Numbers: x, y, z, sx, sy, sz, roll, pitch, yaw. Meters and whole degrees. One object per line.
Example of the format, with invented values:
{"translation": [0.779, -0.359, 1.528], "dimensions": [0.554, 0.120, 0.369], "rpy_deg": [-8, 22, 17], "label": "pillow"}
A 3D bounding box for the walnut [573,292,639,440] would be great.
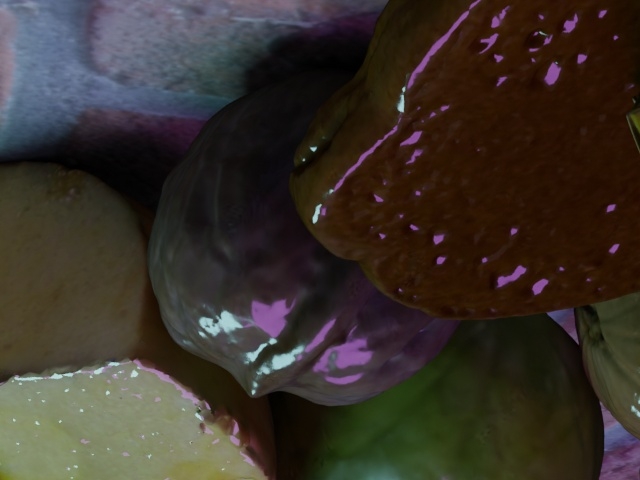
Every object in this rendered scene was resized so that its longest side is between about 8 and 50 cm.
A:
{"translation": [0.298, 0.054, 1.334], "dimensions": [0.228, 0.228, 0.228], "rpy_deg": [1, 161, 0], "label": "walnut"}

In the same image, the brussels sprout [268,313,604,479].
{"translation": [0.080, 0.131, 1.474], "dimensions": [0.268, 0.344, 0.344], "rpy_deg": [2, 163, -32], "label": "brussels sprout"}

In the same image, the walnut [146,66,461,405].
{"translation": [0.000, 0.000, 1.186], "dimensions": [0.224, 0.224, 0.224], "rpy_deg": [1, 161, 0], "label": "walnut"}

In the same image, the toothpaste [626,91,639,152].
{"translation": [0.303, -0.102, 0.869], "dimensions": [0.327, 0.077, 0.110], "rpy_deg": [-27, -179, 15], "label": "toothpaste"}

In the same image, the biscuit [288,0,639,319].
{"translation": [0.168, -0.091, 0.990], "dimensions": [0.359, 0.074, 0.381], "rpy_deg": [-8, 141, -19], "label": "biscuit"}

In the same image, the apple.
{"translation": [-0.167, 0.121, 1.384], "dimensions": [0.314, 0.252, 0.309], "rpy_deg": [38, 166, 41], "label": "apple"}
